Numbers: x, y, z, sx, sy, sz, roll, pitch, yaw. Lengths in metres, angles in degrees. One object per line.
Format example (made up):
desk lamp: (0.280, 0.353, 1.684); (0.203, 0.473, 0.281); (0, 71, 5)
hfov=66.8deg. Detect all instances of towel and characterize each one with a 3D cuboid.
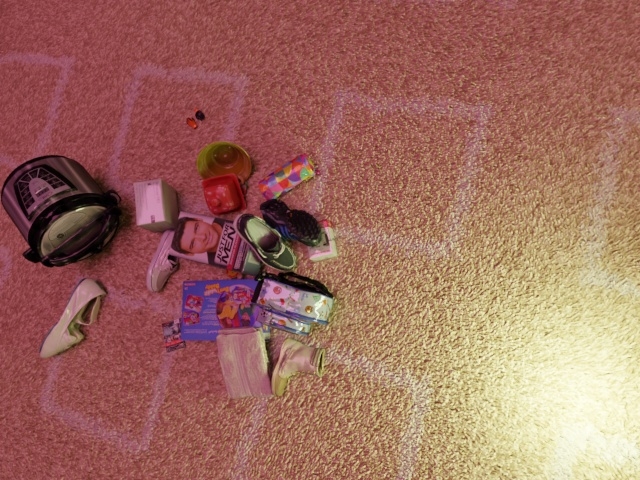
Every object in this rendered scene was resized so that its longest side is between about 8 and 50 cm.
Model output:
towel: (-0.276, 0.451, 1.780); (0.187, 0.049, 0.282); (-8, 100, 19)

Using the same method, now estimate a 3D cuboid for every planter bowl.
planter bowl: (-0.388, -0.324, 1.964); (0.217, 0.217, 0.090); (-25, 38, 13)

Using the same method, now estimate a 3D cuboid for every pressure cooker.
pressure cooker: (-1.062, -0.108, 2.035); (0.420, 0.375, 0.370); (46, 121, 20)

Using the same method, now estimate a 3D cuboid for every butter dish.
butter dish: (-0.399, -0.168, 1.926); (0.160, 0.118, 0.159); (-10, 111, 16)

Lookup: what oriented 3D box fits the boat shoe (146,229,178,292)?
boat shoe: (-0.628, 0.090, 1.995); (0.088, 0.096, 0.267); (15, 79, 22)

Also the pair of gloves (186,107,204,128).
pair of gloves: (-0.547, -0.533, 2.123); (0.083, 0.010, 0.074); (-45, 69, 3)

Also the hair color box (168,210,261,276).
hair color box: (-0.400, 0.010, 1.895); (0.375, 0.113, 0.185); (11, 83, 28)

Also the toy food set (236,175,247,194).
toy food set: (-0.336, -0.220, 1.969); (0.083, 0.020, 0.082); (-19, 112, 17)

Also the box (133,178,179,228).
box: (-0.667, -0.138, 1.986); (0.119, 0.182, 0.181); (-9, 80, 1)

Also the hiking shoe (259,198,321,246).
hiking shoe: (-0.102, -0.047, 1.806); (0.113, 0.132, 0.304); (-32, 48, -28)

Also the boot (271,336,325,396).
boot: (-0.080, 0.472, 1.746); (0.165, 0.077, 0.213); (12, 81, 18)

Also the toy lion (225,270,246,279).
toy lion: (-0.329, 0.109, 1.922); (0.096, 0.034, 0.100); (24, 88, 28)

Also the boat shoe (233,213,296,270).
boat shoe: (-0.187, 0.017, 1.757); (0.091, 0.302, 0.114); (8, 64, 54)

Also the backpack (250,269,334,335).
backpack: (-0.091, 0.223, 1.706); (0.263, 0.276, 0.213); (8, 88, 13)

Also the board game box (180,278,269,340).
board game box: (-0.368, 0.270, 1.877); (0.347, 0.078, 0.233); (-3, 79, 18)

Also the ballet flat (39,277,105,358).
ballet flat: (-1.055, 0.354, 2.078); (0.139, 0.139, 0.400); (30, 90, 21)

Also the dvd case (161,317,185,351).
dvd case: (-0.596, 0.384, 1.968); (0.087, 0.013, 0.119); (-20, 76, 14)

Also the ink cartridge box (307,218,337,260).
ink cartridge box: (0.000, 0.000, 1.815); (0.099, 0.056, 0.135); (-15, 75, 15)

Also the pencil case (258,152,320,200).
pencil case: (-0.125, -0.242, 1.882); (0.236, 0.104, 0.104); (-28, 73, 12)
